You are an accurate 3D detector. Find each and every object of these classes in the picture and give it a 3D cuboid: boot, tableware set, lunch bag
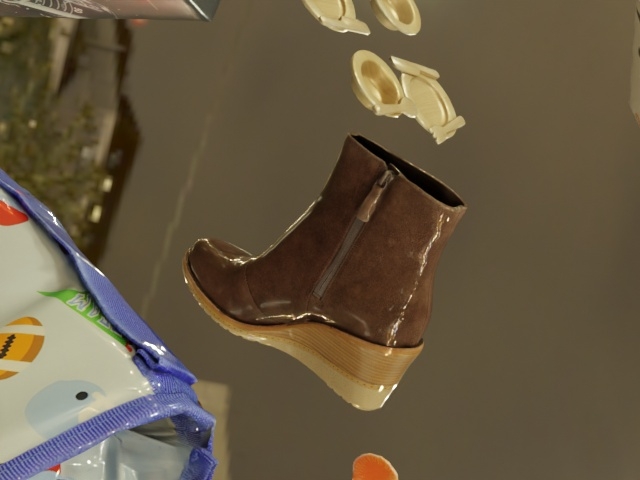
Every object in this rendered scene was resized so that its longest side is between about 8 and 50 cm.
[{"bbox_3d":[0.000,0.000,1.264,0.248,0.090,0.207,33,-62,30],"label":"boot"},{"bbox_3d":[0.047,-0.147,1.135,0.020,0.141,0.168,-34,-107,32],"label":"tableware set"},{"bbox_3d":[-0.278,0.147,0.932,0.385,0.239,0.328,-45,-129,-3],"label":"lunch bag"}]

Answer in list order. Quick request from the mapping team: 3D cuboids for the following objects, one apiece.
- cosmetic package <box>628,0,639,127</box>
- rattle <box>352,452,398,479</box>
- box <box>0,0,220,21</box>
[{"bbox_3d":[0.364,-0.179,1.559,0.239,0.060,0.099,74,0,-59],"label":"cosmetic package"},{"bbox_3d":[0.019,0.238,0.900,0.143,0.130,0.199,83,6,-72],"label":"rattle"},{"bbox_3d":[-0.242,-0.289,0.864,0.312,0.343,0.179,5,-112,30],"label":"box"}]
